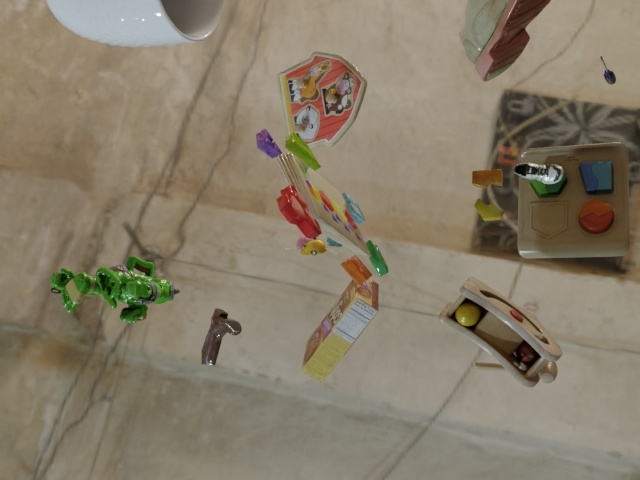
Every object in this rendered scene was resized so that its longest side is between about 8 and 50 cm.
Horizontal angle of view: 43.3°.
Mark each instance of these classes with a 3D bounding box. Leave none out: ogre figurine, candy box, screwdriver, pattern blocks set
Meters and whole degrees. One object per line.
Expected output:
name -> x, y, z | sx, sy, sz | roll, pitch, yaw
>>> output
ogre figurine -> -0.293, 0.070, 1.187 | 0.118, 0.197, 0.097 | 9, -116, -53
candy box -> 0.037, 0.159, 1.494 | 0.186, 0.053, 0.109 | -53, 10, 21
screwdriver -> 0.607, -0.367, 1.719 | 0.024, 0.025, 0.170 | -54, -31, 11
pattern blocks set -> 0.004, -0.052, 1.231 | 0.325, 0.026, 0.285 | 40, -158, -46

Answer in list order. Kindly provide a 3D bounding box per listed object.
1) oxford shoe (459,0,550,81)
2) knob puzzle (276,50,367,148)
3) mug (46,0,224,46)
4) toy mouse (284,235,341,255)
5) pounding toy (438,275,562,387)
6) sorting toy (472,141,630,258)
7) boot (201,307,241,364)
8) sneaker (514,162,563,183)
oxford shoe -> 0.358, -0.477, 1.593 | 0.140, 0.146, 0.397 | -30, -16, -21
knob puzzle -> 0.001, -0.272, 1.533 | 0.030, 0.213, 0.213 | 8, -89, -55
mug -> -0.409, -0.602, 1.750 | 0.276, 0.328, 0.374 | 34, -119, -61
toy mouse -> 0.000, 0.000, 1.858 | 0.143, 0.161, 0.031 | -30, -67, -56
pounding toy -> 0.320, 0.199, 1.440 | 0.155, 0.269, 0.154 | -55, 9, 19
sorting toy -> 0.455, -0.080, 1.619 | 0.041, 0.307, 0.229 | 34, -123, -63
boot -> -0.199, 0.204, 1.586 | 0.106, 0.037, 0.114 | 37, 109, 57
sneaker -> 0.345, -0.107, 1.282 | 0.037, 0.083, 0.032 | 4, -87, -39
